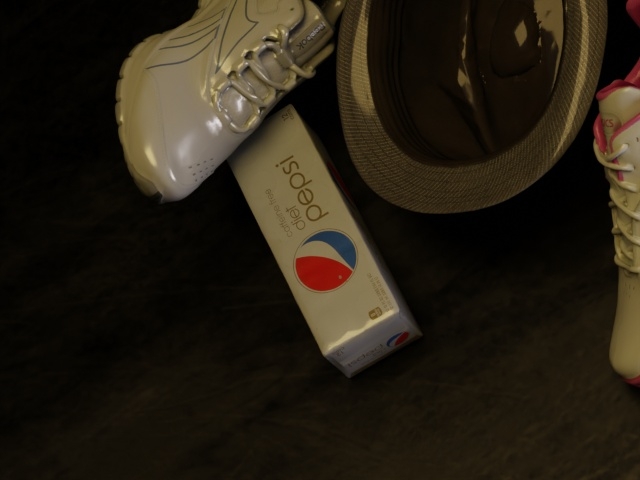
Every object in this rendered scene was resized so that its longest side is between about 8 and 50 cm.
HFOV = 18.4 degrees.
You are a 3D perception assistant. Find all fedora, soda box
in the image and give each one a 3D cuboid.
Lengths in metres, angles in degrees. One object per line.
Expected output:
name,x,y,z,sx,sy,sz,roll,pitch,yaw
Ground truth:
fedora,0.139,-0.148,1.572,0.244,0.124,0.275,-12,75,34
soda box,0.000,0.000,1.608,0.074,0.069,0.216,-31,61,7

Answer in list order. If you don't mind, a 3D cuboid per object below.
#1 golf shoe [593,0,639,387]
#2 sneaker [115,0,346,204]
golf shoe,0.250,-0.045,1.467,0.140,0.115,0.306,15,93,-17
sneaker,-0.064,-0.150,1.610,0.129,0.111,0.297,-2,46,38
